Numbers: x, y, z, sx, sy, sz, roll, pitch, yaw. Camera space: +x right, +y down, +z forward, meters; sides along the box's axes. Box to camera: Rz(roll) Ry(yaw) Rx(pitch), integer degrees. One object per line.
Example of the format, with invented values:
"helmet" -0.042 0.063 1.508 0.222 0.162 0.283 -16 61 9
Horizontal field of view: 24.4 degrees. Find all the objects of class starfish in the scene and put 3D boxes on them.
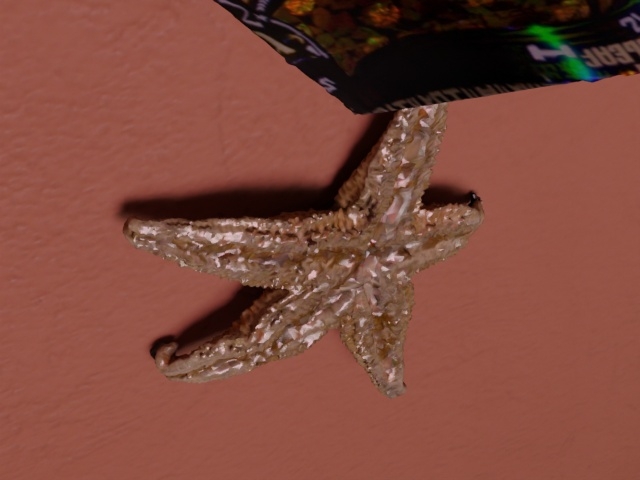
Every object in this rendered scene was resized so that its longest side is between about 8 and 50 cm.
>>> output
"starfish" 0.002 0.004 0.823 0.231 0.048 0.295 -14 139 -22

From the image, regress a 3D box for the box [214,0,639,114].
"box" -0.006 -0.159 0.453 0.198 0.084 0.310 -5 149 45
